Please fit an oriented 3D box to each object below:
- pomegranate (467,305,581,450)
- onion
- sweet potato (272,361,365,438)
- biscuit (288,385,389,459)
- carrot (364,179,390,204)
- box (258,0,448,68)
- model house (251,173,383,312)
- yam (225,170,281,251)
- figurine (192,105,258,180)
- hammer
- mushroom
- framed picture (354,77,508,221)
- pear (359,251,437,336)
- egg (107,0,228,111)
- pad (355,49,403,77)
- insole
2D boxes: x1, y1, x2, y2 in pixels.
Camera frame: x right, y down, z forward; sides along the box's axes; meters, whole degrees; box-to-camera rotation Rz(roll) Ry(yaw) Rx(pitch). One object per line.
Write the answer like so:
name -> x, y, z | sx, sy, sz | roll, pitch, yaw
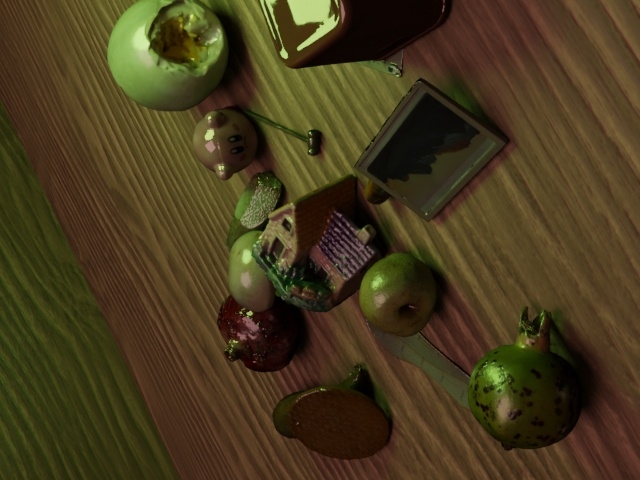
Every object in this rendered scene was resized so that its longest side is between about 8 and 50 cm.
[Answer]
pomegranate -> 0.363, 0.247, 1.268 | 0.198, 0.198, 0.245 | -38, 42, 54
onion -> -0.182, 0.253, 1.939 | 0.252, 0.219, 0.252 | 27, 134, 32
sweet potato -> -0.003, 0.443, 1.894 | 0.423, 0.131, 0.130 | -37, 78, 46
biscuit -> 0.047, 0.456, 1.788 | 0.262, 0.037, 0.261 | 5, 125, 7
carrot -> 0.154, -0.165, 1.408 | 0.070, 0.070, 0.260 | 53, 145, 20
box -> 0.024, -0.492, 1.250 | 0.239, 0.229, 0.339 | -17, 92, 55
model house -> 0.000, 0.000, 1.575 | 0.237, 0.202, 0.237 | 52, 143, 21
yam -> -0.177, -0.062, 1.870 | 0.106, 0.106, 0.259 | 51, 143, 22
figurine -> -0.240, -0.248, 1.791 | 0.173, 0.173, 0.173 | 29, 129, 42
hammer -> -0.099, -0.275, 1.717 | 0.292, 0.029, 0.058 | 32, 130, 42
mushroom -> -0.127, 0.076, 1.801 | 0.207, 0.215, 0.207 | 176, 90, -88
framed picture -> 0.194, -0.160, 1.322 | 0.192, 0.018, 0.265 | 35, 141, -2
pear -> 0.160, 0.112, 1.471 | 0.136, 0.167, 0.167 | -136, 39, -55
egg -> -0.386, -0.458, 1.777 | 0.336, 0.278, 0.278 | -12, 98, 60
pad -> 0.105, -0.458, 1.362 | 0.160, 0.009, 0.265 | 30, 130, 42
insole -> 0.219, 0.253, 1.590 | 0.348, 0.009, 0.119 | 38, 134, 36
